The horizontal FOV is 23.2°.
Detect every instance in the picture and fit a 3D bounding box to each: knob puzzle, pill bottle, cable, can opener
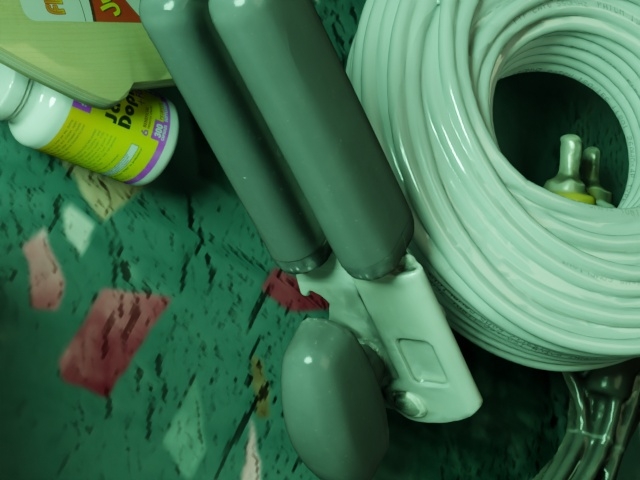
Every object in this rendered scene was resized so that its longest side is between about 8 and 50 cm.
[{"bbox_3d":[-0.126,-0.141,0.670,0.213,0.030,0.213,22,54,-35],"label":"knob puzzle"},{"bbox_3d":[-0.106,-0.055,0.679,0.083,0.043,0.043,20,69,-38],"label":"pill bottle"},{"bbox_3d":[0.152,0.090,0.892,0.139,0.072,0.287,25,78,-43],"label":"cable"},{"bbox_3d":[0.000,0.000,0.694,0.093,0.074,0.280,-57,137,-39],"label":"can opener"},{"bbox_3d":[0.131,-0.058,0.818,0.257,0.089,0.257,45,64,-3],"label":"cable"}]
